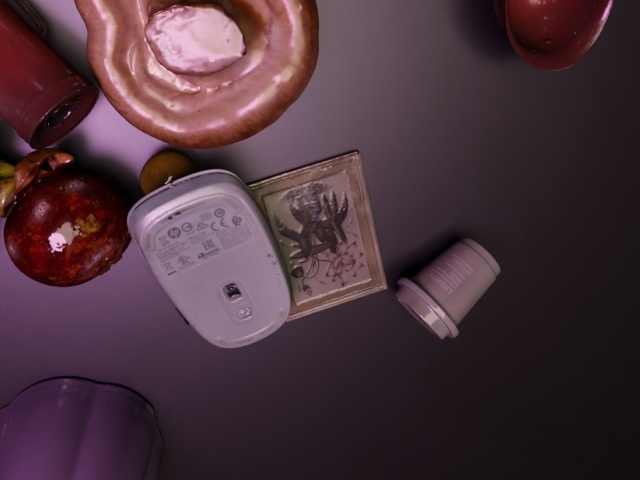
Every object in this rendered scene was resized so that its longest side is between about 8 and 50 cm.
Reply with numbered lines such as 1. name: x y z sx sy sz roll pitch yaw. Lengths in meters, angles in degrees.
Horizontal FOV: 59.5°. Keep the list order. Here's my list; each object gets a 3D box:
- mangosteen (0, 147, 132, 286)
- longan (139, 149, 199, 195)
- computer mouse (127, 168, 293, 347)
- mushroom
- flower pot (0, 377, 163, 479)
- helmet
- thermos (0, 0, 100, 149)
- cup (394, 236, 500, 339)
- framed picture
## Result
1. mangosteen: -0.308 -0.036 0.671 0.156 0.181 0.145 -48 160 24
2. longan: -0.191 -0.075 0.713 0.075 0.075 0.083 -1 155 -14
3. computer mouse: -0.132 0.027 0.738 0.159 0.097 0.288 -24 128 -2
4. mushroom: -0.138 -0.235 0.610 0.278 0.146 0.278 -1 117 -3
5. flower pot: -0.349 0.368 0.766 0.265 0.243 0.265 -6 117 -13
6. helmet: 0.279 -0.310 0.702 0.155 0.106 0.175 -29 122 3
7. thermos: -0.347 -0.212 0.581 0.232 0.099 0.124 46 57 -6
8. cup: 0.193 0.067 0.846 0.141 0.120 0.120 -46 116 -5
9. framed picture: 0.000 0.000 0.818 0.173 0.010 0.231 -19 116 -5
